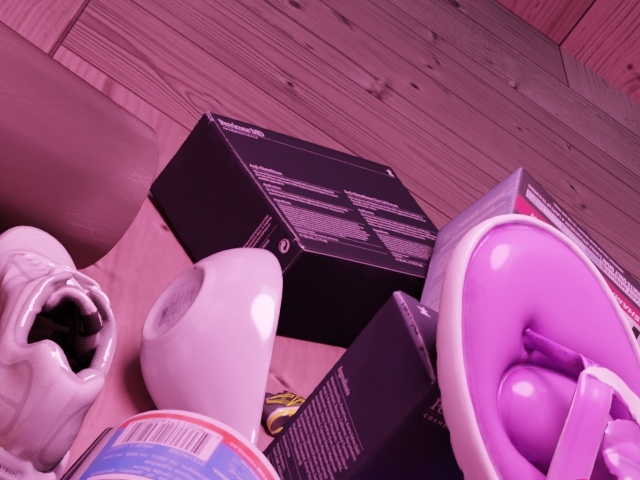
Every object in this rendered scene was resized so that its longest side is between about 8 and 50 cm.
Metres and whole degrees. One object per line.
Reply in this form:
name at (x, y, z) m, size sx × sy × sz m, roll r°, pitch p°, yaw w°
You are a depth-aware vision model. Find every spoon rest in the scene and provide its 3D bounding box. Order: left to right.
spoon rest at (-0.084, 0.108, 1.259) m, size 0.084 × 0.137 × 0.276 m, roll 41°, pitch 32°, yaw -21°

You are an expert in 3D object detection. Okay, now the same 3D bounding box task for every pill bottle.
pill bottle at (-0.105, 0.191, 0.918) m, size 0.124 × 0.124 × 0.221 m, roll 37°, pitch 33°, yaw -1°

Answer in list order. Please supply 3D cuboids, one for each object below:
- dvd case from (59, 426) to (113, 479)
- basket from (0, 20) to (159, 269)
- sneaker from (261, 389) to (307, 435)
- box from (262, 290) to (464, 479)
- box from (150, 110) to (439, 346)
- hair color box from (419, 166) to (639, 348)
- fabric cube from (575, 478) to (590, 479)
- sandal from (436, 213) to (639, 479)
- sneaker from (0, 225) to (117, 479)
dvd case at (-0.106, 0.224, 1.012) m, size 0.180 × 0.022 × 0.253 m, roll 38°, pitch 32°, yaw 1°
basket at (-0.247, -0.083, 1.346) m, size 0.227 × 0.154 × 0.204 m, roll 31°, pitch 22°, yaw -28°
sneaker at (-0.018, 0.132, 1.424) m, size 0.083 × 0.031 × 0.035 m, roll 8°, pitch 35°, yaw -54°
box at (0.060, 0.163, 1.227) m, size 0.153 × 0.207 × 0.108 m, roll 27°, pitch 22°, yaw -26°
box at (0.000, 0.000, 1.640) m, size 0.261 × 0.103 × 0.184 m, roll 14°, pitch 34°, yaw -47°
hair color box at (0.171, 0.120, 1.495) m, size 0.185 × 0.113 × 0.374 m, roll 43°, pitch 32°, yaw -15°
fabric cube at (0.118, 0.321, 0.918) m, size 0.259 × 0.254 × 0.258 m, roll 42°, pitch 22°, yaw 11°
sandal at (0.185, 0.179, 1.110) m, size 0.169 × 0.102 × 0.416 m, roll -6°, pitch 80°, yaw -39°
sneaker at (-0.180, 0.060, 1.188) m, size 0.110 × 0.118 × 0.292 m, roll 28°, pitch 20°, yaw -20°
